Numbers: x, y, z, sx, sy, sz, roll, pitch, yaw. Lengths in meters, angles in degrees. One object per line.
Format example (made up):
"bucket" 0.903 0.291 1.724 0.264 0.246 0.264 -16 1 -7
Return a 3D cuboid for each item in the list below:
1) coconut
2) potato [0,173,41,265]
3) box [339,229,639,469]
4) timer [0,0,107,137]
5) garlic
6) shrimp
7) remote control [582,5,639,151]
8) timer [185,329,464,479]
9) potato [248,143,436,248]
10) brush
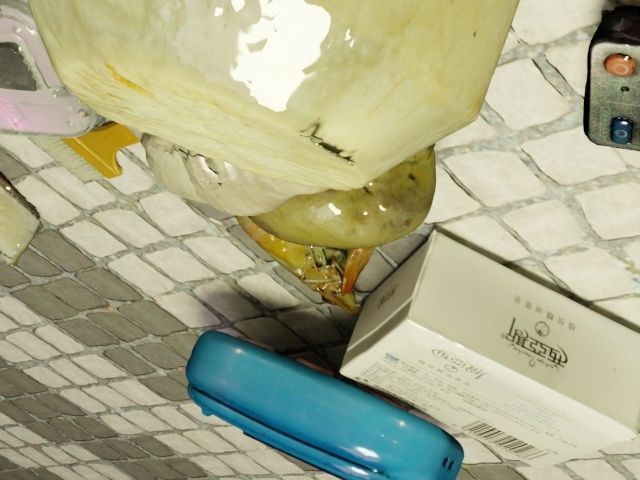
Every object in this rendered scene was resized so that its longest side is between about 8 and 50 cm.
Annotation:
"coconut" -0.020 -0.197 0.647 0.322 0.323 0.323 15 149 10
"potato" -0.410 -0.031 1.358 0.061 0.086 0.122 13 153 40
"box" 0.188 0.129 1.202 0.274 0.116 0.203 26 152 -7
"timer" -0.307 -0.179 1.072 0.208 0.069 0.191 7 144 25
"garlic" -0.061 -0.127 0.858 0.227 0.228 0.152 9 179 20
"shrimp" 0.000 0.001 1.179 0.145 0.061 0.267 -4 140 21
"remote control" 0.390 -0.098 0.779 0.398 0.062 0.145 12 147 18
"timer" 0.005 0.225 1.375 0.340 0.115 0.309 21 171 21
"potato" 0.005 -0.069 0.990 0.200 0.155 0.137 -1 -174 20
"brush" -0.207 -0.114 1.165 0.272 0.013 0.103 -12 136 42
